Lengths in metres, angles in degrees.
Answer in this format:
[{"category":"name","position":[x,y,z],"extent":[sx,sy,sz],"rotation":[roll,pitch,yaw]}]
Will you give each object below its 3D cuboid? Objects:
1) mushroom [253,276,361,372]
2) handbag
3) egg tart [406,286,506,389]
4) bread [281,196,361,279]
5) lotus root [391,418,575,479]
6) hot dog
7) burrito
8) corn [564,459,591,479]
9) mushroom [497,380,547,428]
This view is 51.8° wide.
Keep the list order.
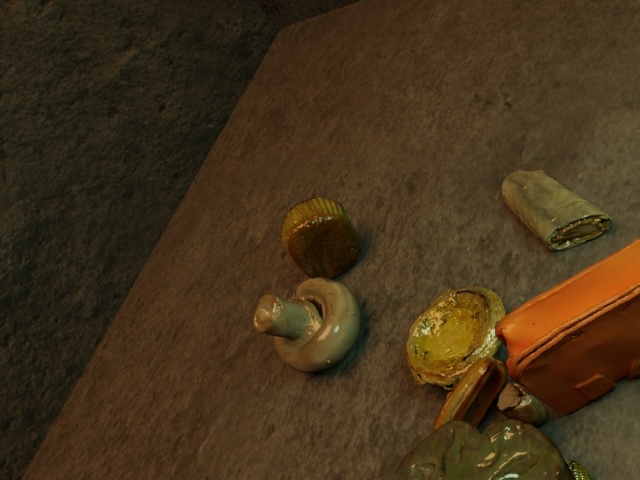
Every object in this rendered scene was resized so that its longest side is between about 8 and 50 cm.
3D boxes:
[{"category":"mushroom","position":[-0.045,0.222,1.891],"extent":[0.292,0.290,0.292],"rotation":[-28,45,32]},{"category":"handbag","position":[0.564,0.165,1.248],"extent":[0.410,0.303,0.116],"rotation":[-36,39,23]},{"category":"egg tart","position":[0.338,0.248,1.602],"extent":[0.291,0.107,0.290],"rotation":[-33,34,25]},{"category":"bread","position":[0.000,0.000,2.073],"extent":[0.227,0.253,0.142],"rotation":[-23,33,-1]},{"category":"lotus root","position":[0.291,0.513,1.263],"extent":[0.390,0.111,0.375],"rotation":[-22,30,34]},{"category":"hot dog","position":[0.324,0.365,1.473],"extent":[0.250,0.104,0.076],"rotation":[-64,31,17]},{"category":"burrito","position":[0.570,-0.078,1.636],"extent":[0.143,0.105,0.299],"rotation":[-41,34,7]},{"category":"corn","position":[0.490,0.505,1.223],"extent":[0.072,0.072,0.203],"rotation":[-33,38,24]},{"category":"mushroom","position":[0.421,0.349,1.372],"extent":[0.072,0.094,0.210],"rotation":[-55,-5,2]}]
